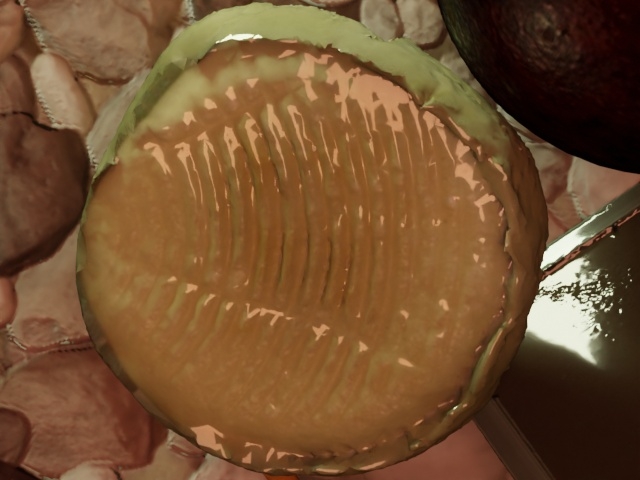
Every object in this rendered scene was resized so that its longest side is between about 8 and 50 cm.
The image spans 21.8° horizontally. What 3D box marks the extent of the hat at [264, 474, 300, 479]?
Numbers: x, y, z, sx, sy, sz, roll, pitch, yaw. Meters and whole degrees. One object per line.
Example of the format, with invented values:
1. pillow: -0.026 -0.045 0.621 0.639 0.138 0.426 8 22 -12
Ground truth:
1. hat: 0.010 0.230 0.917 0.244 0.233 0.233 -11 71 -42

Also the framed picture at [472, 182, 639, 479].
1. framed picture: 0.228 0.050 0.924 0.296 0.232 0.019 -33 139 0

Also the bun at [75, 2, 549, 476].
1. bun: 0.000 0.000 0.901 0.259 0.152 0.259 3 106 9

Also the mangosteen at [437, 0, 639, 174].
1. mangosteen: 0.174 -0.182 0.835 0.300 0.300 0.300 0 94 -4
